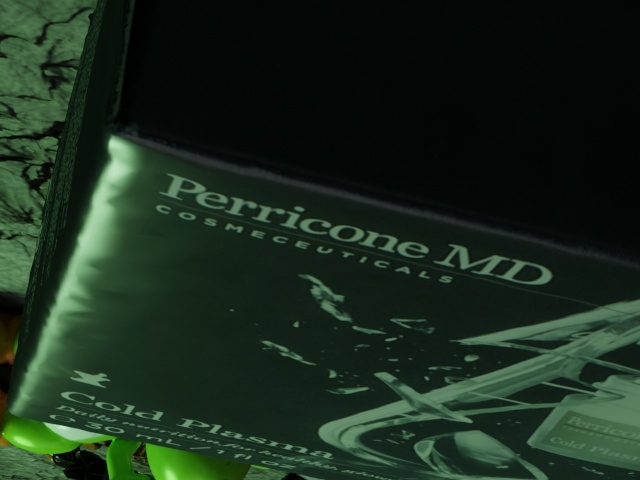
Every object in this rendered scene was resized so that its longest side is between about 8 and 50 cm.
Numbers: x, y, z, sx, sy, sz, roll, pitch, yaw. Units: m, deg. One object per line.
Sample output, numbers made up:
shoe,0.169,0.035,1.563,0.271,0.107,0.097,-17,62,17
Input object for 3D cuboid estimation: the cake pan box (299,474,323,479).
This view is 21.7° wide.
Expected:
cake pan box,0.091,0.269,2.055,0.245,0.070,0.267,0,158,29

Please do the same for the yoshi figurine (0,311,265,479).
yoshi figurine,-0.209,0.181,1.742,0.362,0.203,0.204,9,145,8

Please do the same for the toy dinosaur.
toy dinosaur,-0.297,0.201,1.993,0.322,0.164,0.218,3,-176,-44

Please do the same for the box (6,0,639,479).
box,0.110,-0.042,0.893,0.479,0.297,0.472,13,158,-10

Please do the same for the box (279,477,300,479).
box,0.068,0.387,2.266,0.307,0.077,0.242,5,177,11
